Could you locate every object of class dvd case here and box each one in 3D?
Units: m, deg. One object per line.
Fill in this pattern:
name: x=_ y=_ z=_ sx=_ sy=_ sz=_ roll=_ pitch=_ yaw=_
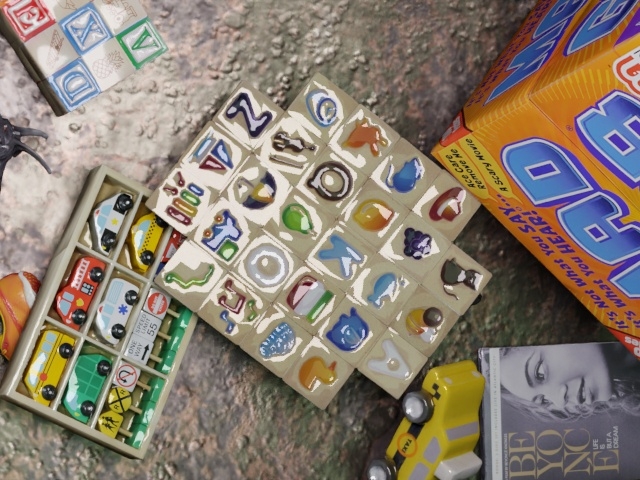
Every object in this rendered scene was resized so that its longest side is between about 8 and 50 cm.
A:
dvd case: x=0.290 y=0.202 z=2.063 sx=0.221 sy=0.018 sz=0.164 roll=-2 pitch=91 yaw=-16

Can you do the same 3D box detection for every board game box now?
board game box: x=0.414 y=-0.142 z=1.868 sx=0.356 sy=0.356 sz=0.356 roll=44 pitch=57 yaw=-12

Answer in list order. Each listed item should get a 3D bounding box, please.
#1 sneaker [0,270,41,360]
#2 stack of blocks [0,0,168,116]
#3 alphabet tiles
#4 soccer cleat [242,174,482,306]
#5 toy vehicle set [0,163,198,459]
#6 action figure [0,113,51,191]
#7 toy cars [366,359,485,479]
sneaker: x=-0.303 y=0.119 z=1.877 sx=0.067 sy=0.064 sz=0.175 roll=-22 pitch=93 yaw=7
stack of blocks: x=-0.280 y=-0.300 z=1.857 sx=0.171 sy=0.087 sz=0.297 roll=-34 pitch=99 yaw=-13
alphabet tiles: x=0.000 y=0.000 z=1.882 sx=0.342 sy=0.011 sz=0.285 roll=38 pitch=84 yaw=-6
soccer cleat: x=0.046 y=-0.019 z=1.946 sx=0.318 sy=0.108 sz=0.116 roll=23 pitch=86 yaw=-12
toy vehicle set: x=-0.215 y=0.076 z=1.864 sx=0.166 sy=0.035 sz=0.266 roll=28 pitch=70 yaw=-24
action figure: x=-0.410 y=-0.108 z=1.788 sx=0.276 sy=0.141 sz=0.164 roll=-3 pitch=62 yaw=-12
toy cars: x=0.055 y=0.297 z=1.911 sx=0.394 sy=0.176 sz=0.087 roll=-43 pitch=60 yaw=-12
